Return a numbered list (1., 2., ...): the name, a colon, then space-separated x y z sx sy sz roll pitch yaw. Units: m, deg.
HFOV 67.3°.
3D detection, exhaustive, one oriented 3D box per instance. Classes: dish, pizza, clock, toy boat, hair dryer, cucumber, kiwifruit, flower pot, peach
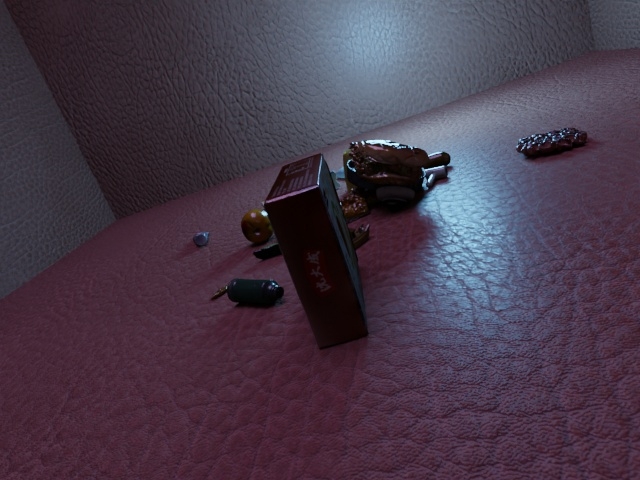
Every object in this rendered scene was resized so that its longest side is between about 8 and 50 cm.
1. dish: 0.265 -0.137 1.717 0.141 0.078 0.141 6 -10 1
2. pizza: -0.325 0.166 1.558 0.037 0.016 0.083 -11 21 46
3. clock: 0.253 -0.258 1.886 0.313 0.061 0.312 5 24 -2
4. toy boat: 0.074 0.000 1.512 0.206 0.072 0.064 -32 23 -29
5. hair dryer: 0.439 -0.242 1.863 0.082 0.047 0.137 -8 28 33
6. cucumber: -0.133 0.020 1.730 0.220 0.046 0.070 -16 16 10
7. kiwifruit: 0.488 -0.336 2.033 0.124 0.075 0.075 -16 18 27
8. flower pot: 0.189 -0.331 2.173 0.195 0.179 0.195 -17 17 5
9. peach: -0.257 -0.060 1.941 0.138 0.138 0.138 -19 18 6
10. pizza: 0.144 -0.158 1.872 0.161 0.085 0.305 -5 25 38

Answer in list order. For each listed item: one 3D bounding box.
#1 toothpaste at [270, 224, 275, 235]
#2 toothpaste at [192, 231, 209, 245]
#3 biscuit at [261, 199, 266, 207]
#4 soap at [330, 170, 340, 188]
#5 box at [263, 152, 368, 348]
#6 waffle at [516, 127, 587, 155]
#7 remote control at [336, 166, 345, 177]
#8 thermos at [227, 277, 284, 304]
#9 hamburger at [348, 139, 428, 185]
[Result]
1. toothpaste: -0.086 -0.102 1.977 0.066 0.076 0.320 -8 22 34
2. toothpaste: -0.576 -0.015 2.308 0.089 0.057 0.234 -22 11 -11
3. biscuit: -0.181 -0.184 2.374 0.205 0.040 0.309 -24 19 -9
4. soap: -0.022 -0.285 2.423 0.150 0.094 0.261 -32 21 -16
5. box: 0.000 0.000 1.149 0.122 0.344 0.385 -17 18 7
6. waffle: 0.836 -0.360 1.754 0.234 0.055 0.221 -11 18 13
7. remote control: 0.178 -0.352 2.452 0.103 0.051 0.293 -27 20 -20
8. thermos: -0.178 0.149 1.374 0.188 0.083 0.073 -2 47 41
9. hamburger: 0.238 -0.286 1.717 0.286 0.146 0.243 6 18 3
